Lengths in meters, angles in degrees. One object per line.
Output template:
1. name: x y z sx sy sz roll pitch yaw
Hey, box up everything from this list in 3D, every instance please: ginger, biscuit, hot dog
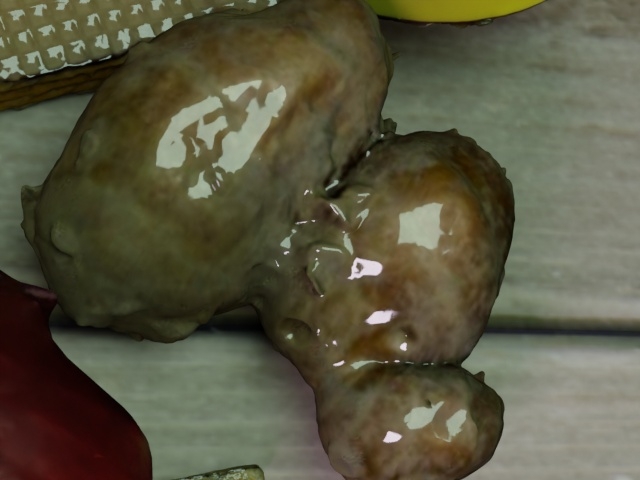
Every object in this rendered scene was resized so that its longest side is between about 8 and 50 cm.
1. ginger: 0.000 0.000 1.082 0.304 0.155 0.244 37 73 -5
2. biscuit: -0.090 -0.154 1.157 0.378 0.054 0.094 -17 78 -22
3. hot dog: -0.074 0.151 1.081 0.090 0.030 0.034 -9 85 -20

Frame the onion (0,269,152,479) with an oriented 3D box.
1. onion: -0.242 0.150 0.877 0.341 0.341 0.341 5 72 -16

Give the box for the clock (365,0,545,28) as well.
1. clock: 0.053 -0.259 1.172 0.293 0.071 0.277 26 54 6
